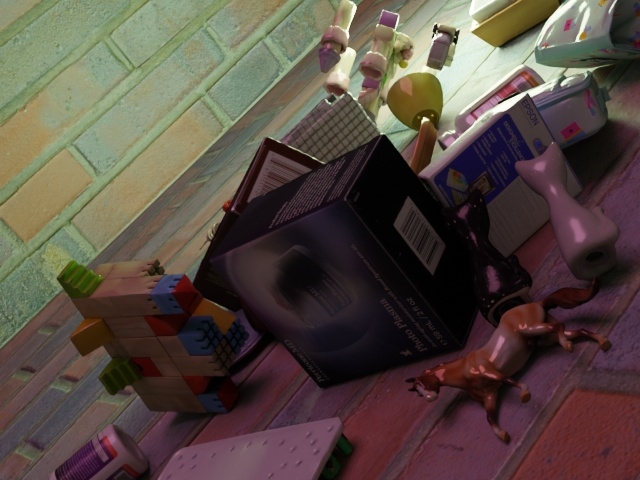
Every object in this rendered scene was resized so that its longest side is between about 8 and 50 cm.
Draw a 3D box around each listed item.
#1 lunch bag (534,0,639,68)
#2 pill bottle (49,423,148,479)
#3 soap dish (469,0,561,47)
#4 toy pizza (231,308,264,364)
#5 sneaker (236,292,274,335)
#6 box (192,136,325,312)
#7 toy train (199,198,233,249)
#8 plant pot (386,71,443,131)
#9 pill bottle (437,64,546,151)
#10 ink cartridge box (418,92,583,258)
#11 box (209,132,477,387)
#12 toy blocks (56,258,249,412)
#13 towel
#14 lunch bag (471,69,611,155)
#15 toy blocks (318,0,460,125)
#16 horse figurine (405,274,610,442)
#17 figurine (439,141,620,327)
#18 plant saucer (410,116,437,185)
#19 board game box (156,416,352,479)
[{"bbox_3d":[0.553,-0.414,1.821,0.262,0.160,0.223,-39,19,-19],"label":"lunch bag"},{"bbox_3d":[-0.414,0.429,1.735,0.193,0.108,0.108,-40,19,-4],"label":"pill bottle"},{"bbox_3d":[0.496,-0.613,2.429,0.229,0.118,0.291,-28,22,28],"label":"soap dish"},{"bbox_3d":[-0.169,0.201,1.924,0.201,0.032,0.201,-33,20,14],"label":"toy pizza"},{"bbox_3d":[-0.059,0.139,1.774,0.106,0.163,0.281,-32,51,-23],"label":"sneaker"},{"bbox_3d":[-0.132,-0.020,1.937,0.381,0.143,0.191,123,170,-57],"label":"box"},{"bbox_3d":[-0.178,-0.046,2.420,0.143,0.105,0.248,13,53,50],"label":"toy train"},{"bbox_3d":[0.229,-0.308,2.239,0.134,0.134,0.095,-32,46,18],"label":"plant pot"},{"bbox_3d":[0.334,-0.223,1.836,0.216,0.121,0.121,-38,19,2],"label":"pill bottle"},{"bbox_3d":[0.282,-0.090,1.501,0.208,0.206,0.045,-40,27,-6],"label":"ink cartridge box"},{"bbox_3d":[0.046,0.044,1.492,0.294,0.296,0.183,-23,24,40],"label":"box"},{"bbox_3d":[-0.254,0.173,1.718,0.260,0.381,0.191,-5,36,33],"label":"toy blocks"},{"bbox_3d":[0.014,-0.155,2.097,0.284,0.235,0.121,-46,14,-21],"label":"towel"},{"bbox_3d":[0.376,-0.207,1.636,0.224,0.108,0.279,-26,6,20],"label":"lunch bag"},{"bbox_3d":[0.145,-0.376,2.344,0.288,0.308,0.260,83,-156,-70],"label":"toy blocks"},{"bbox_3d":[0.253,0.144,1.242,0.263,0.066,0.174,-43,25,-6],"label":"horse figurine"},{"bbox_3d":[0.288,-0.018,1.362,0.214,0.092,0.209,-33,51,15],"label":"figurine"},{"bbox_3d":[0.192,-0.139,1.885,0.200,0.037,0.200,15,-90,-86],"label":"plant saucer"},{"bbox_3d":[-0.167,0.434,1.366,0.390,0.050,0.390,-20,26,41],"label":"board game box"}]
